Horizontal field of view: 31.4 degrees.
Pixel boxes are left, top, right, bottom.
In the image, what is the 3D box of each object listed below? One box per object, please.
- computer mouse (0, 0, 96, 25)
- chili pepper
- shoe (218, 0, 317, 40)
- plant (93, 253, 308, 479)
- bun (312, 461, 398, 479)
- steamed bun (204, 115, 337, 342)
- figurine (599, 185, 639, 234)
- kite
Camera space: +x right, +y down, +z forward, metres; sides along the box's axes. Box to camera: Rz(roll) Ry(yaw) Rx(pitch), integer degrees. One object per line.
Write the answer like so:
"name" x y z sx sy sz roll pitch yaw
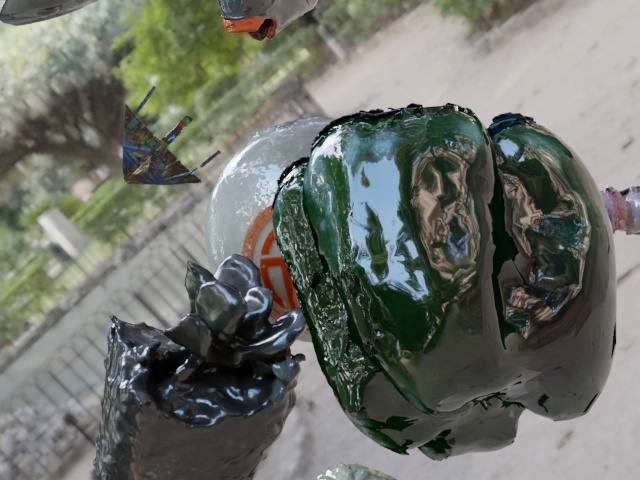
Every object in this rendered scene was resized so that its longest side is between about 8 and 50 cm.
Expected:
"computer mouse" -0.321 -0.341 1.486 0.231 0.071 0.126 -38 -2 -19
"chili pepper" 0.096 0.030 0.881 0.249 0.256 0.233 2 -25 -27
"shoe" -0.056 -0.250 1.208 0.074 0.077 0.194 1 5 22
"plant" -0.133 0.151 1.209 0.199 0.189 0.276 -121 48 -61
"bun" 0.032 0.223 0.859 0.115 0.115 0.069 -48 -11 -30
"steamed bun" 0.000 0.000 1.354 0.283 0.283 0.177 -39 17 16
"figurine" 0.360 -0.040 1.361 0.129 0.072 0.054 -4 7 -33
"kite" -0.275 -0.153 1.918 0.160 0.183 0.010 -44 11 2
